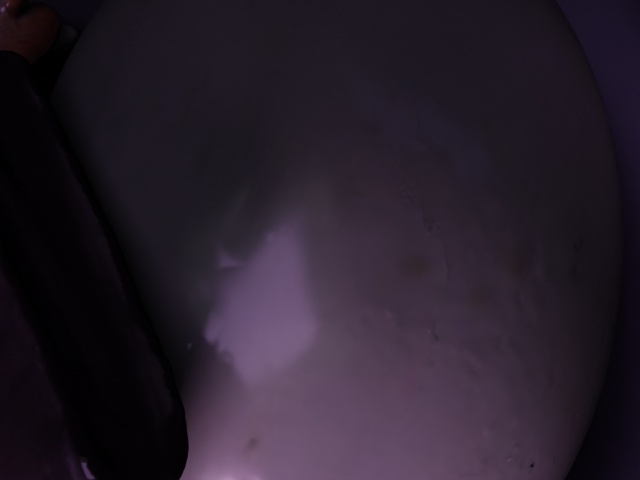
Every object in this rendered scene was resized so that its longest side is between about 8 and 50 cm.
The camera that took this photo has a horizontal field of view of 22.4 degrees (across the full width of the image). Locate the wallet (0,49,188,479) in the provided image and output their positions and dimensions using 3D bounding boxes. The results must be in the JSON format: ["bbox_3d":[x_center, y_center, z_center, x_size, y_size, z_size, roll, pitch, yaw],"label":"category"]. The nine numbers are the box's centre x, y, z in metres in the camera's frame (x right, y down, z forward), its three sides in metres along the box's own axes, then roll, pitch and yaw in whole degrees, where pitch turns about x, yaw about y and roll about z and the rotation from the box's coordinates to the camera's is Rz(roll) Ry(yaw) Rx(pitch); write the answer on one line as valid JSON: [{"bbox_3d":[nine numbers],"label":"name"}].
[{"bbox_3d":[-0.165,0.122,0.529,0.377,0.051,0.197,-56,47,30],"label":"wallet"}]

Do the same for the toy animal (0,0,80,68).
[{"bbox_3d":[-0.193,0.012,0.683,0.170,0.090,0.255,-6,77,14],"label":"toy animal"}]

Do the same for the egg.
[{"bbox_3d":[0.000,0.000,0.546,0.203,0.203,0.282,-2,54,19],"label":"egg"}]
